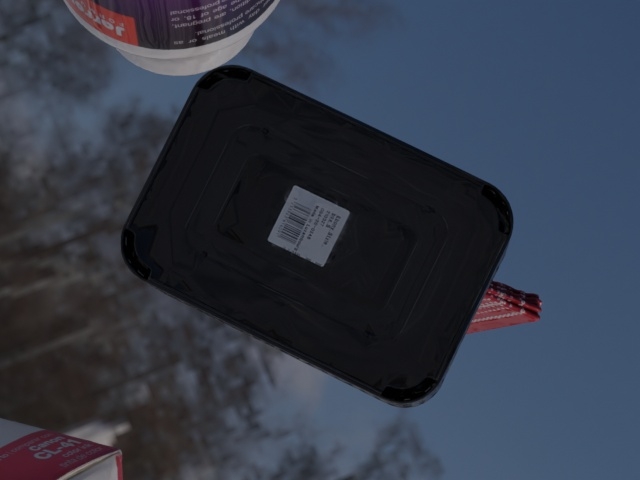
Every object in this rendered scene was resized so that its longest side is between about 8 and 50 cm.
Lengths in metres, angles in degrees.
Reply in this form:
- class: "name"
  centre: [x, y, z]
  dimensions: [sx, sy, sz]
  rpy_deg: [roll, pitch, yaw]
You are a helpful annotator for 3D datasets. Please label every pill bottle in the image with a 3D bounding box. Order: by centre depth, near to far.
- class: "pill bottle"
  centre: [-0.109, -0.248, 1.382]
  dimensions: [0.323, 0.181, 0.181]
  rpy_deg: [89, -25, -64]

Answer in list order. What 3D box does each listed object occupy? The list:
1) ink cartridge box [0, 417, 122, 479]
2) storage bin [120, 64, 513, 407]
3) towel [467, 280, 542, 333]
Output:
- class: "ink cartridge box"
  centre: [-0.300, 0.241, 1.467]
  dimensions: [0.306, 0.131, 0.226]
  rpy_deg: [12, -68, 30]
- class: "storage bin"
  centre: [0.000, 0.000, 1.034]
  dimensions: [0.180, 0.122, 0.084]
  rpy_deg: [26, -4, 5]
- class: "towel"
  centre: [0.053, 0.039, 1.854]
  dimensions: [0.199, 0.275, 0.031]
  rpy_deg: [-15, -120, 44]
